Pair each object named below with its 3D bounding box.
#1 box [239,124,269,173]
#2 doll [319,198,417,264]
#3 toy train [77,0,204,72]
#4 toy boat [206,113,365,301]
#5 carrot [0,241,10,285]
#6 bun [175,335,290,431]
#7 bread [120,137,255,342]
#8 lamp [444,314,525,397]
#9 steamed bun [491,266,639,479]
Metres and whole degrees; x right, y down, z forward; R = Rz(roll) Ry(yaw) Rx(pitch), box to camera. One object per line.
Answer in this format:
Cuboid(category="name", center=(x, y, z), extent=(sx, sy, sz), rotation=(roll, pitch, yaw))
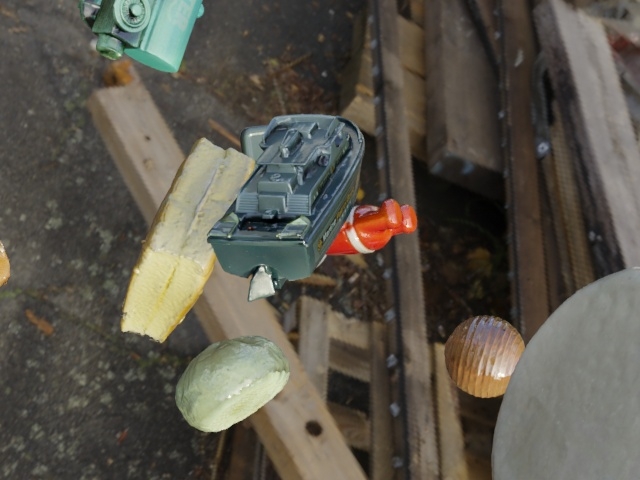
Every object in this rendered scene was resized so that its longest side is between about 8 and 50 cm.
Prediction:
Cuboid(category="box", center=(-0.067, -0.148, 1.474), extent=(0.126, 0.031, 0.091), rotation=(-6, 95, -8))
Cuboid(category="doll", center=(0.000, 0.000, 1.150), extent=(0.142, 0.245, 0.076), rotation=(11, 67, -62))
Cuboid(category="toy train", center=(-0.219, -0.347, 1.209), extent=(0.159, 0.101, 0.248), rotation=(26, 80, -44))
Cuboid(category="toy boat", center=(-0.020, -0.068, 0.988), extent=(0.114, 0.122, 0.296), rotation=(3, 35, 19))
Cuboid(category="carrot", center=(-0.624, 0.074, 1.386), extent=(0.196, 0.196, 0.254), rotation=(47, 57, 5))
Cuboid(category="bun", center=(-0.146, 0.225, 1.471), extent=(0.195, 0.195, 0.118), rotation=(-16, 62, -42))
Cuboid(category="bread", center=(-0.214, 0.007, 1.375), extent=(0.111, 0.246, 0.239), rotation=(25, 49, -8))
Cuboid(category="lamp", center=(0.264, 0.186, 1.440), extent=(0.136, 0.136, 0.136), rotation=(19, 48, -23))
Cuboid(category="steamed bun", center=(0.284, 0.171, 0.755), extent=(0.177, 0.283, 0.283), rotation=(27, 46, -18))
